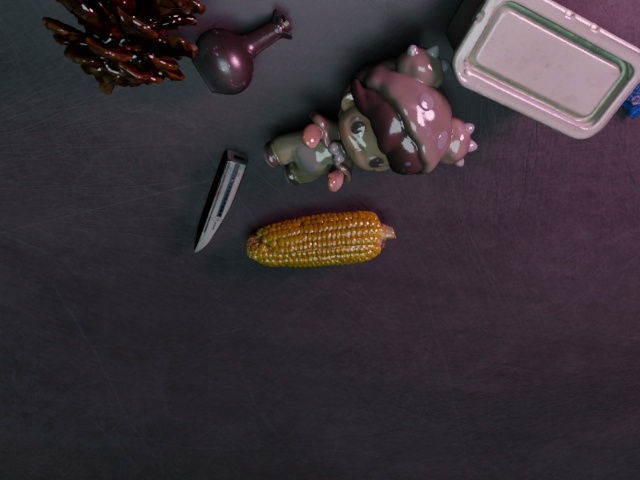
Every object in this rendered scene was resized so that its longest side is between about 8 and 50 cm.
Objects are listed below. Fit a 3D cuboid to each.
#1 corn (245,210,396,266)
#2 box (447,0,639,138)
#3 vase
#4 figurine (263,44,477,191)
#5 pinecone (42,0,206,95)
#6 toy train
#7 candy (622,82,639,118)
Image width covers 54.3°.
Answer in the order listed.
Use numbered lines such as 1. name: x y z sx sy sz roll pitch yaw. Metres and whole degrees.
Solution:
1. corn: 0.000 0.000 1.344 0.322 0.119 0.119 -7 125 7
2. box: 0.372 -0.332 1.095 0.312 0.182 0.175 20 120 -17
3. vase: -0.134 -0.340 1.107 0.183 0.120 0.120 -31 122 1
4. figurine: 0.085 -0.201 1.172 0.380 0.203 0.248 -18 118 23
5. pinecone: -0.296 -0.373 0.995 0.244 0.244 0.309 22 105 -17
6. toy train: -0.215 -0.070 1.318 0.048 0.055 0.252 12 124 -23
7. candy: 0.600 -0.304 1.219 0.136 0.038 0.088 31 131 -14
